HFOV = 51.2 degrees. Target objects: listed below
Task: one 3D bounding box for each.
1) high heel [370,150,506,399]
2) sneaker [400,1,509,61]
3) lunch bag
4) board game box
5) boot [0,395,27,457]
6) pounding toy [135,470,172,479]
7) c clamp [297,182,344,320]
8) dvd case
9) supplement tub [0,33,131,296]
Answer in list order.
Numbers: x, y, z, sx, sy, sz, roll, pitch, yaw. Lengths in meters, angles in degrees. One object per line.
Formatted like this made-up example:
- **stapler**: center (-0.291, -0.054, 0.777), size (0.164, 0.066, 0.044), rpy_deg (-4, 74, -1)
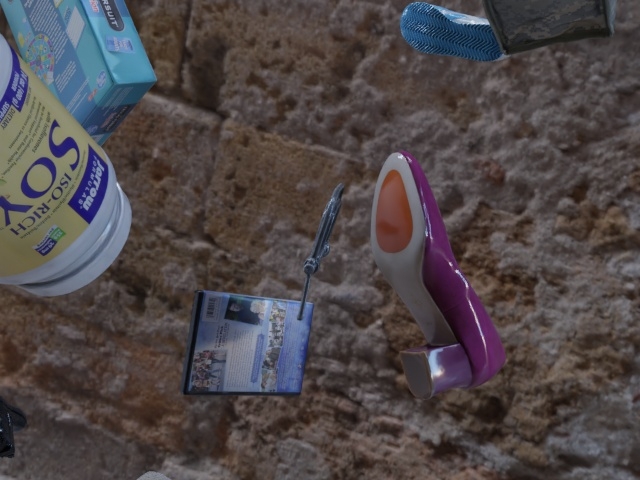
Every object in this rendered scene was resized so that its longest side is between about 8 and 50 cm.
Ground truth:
- **high heel**: center (0.188, 0.045, 1.032), size (0.181, 0.377, 0.127), rpy_deg (-11, 8, -34)
- **sneaker**: center (0.253, -0.383, 1.249), size (0.229, 0.087, 0.092), rpy_deg (29, 27, 27)
- **lunch bag**: center (0.255, -0.403, 0.773), size (0.169, 0.235, 0.287), rpy_deg (-4, -23, 27)
- **board game box**: center (-0.418, -0.351, 1.118), size (0.079, 0.336, 0.254), rpy_deg (-18, -7, -43)
- **boot**: center (-0.547, 0.333, 1.164), size (0.045, 0.121, 0.099), rpy_deg (-24, 50, -10)
- **pounding toy**: center (-0.263, 0.368, 0.899), size (0.270, 0.154, 0.154), rpy_deg (4, 23, -16)
- **c clamp**: center (0.000, 0.000, 0.761), size (0.022, 0.137, 0.160), rpy_deg (16, 16, 4)
- **dvd case**: center (-0.127, 0.191, 1.213), size (0.253, 0.180, 0.022), rpy_deg (11, -4, -39)
- **supplement tub**: center (-0.416, -0.089, 0.855), size (0.241, 0.241, 0.331), rpy_deg (25, -20, 29)
